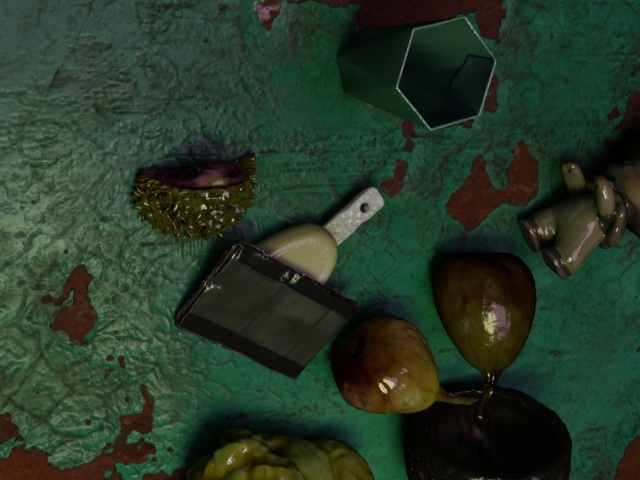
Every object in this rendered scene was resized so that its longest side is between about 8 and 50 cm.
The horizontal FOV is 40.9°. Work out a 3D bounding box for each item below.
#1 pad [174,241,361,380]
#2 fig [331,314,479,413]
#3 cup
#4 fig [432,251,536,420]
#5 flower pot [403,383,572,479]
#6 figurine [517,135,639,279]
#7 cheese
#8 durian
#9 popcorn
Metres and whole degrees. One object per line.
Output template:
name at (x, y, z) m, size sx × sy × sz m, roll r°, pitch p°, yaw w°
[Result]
pad at (-0.078, 0.110, 1.264) m, size 0.233 × 0.022 × 0.174 m, roll 31°, pitch 110°, yaw -29°
fig at (0.146, 0.216, 1.348) m, size 0.257 × 0.159 × 0.159 m, roll 23°, pitch 92°, yaw -24°
cup at (0.115, -0.239, 1.180) m, size 0.134 × 0.235 × 0.148 m, roll 16°, pitch 98°, yaw -27°
fig at (0.262, 0.146, 1.358) m, size 0.170 × 0.145 × 0.274 m, roll 10°, pitch 74°, yaw -31°
flower pot at (0.261, 0.413, 1.409) m, size 0.266 × 0.266 × 0.267 m, roll -8°, pitch 117°, yaw -23°
figurine at (0.530, -0.064, 1.438) m, size 0.380 × 0.248 × 0.203 m, roll -24°, pitch 117°, yaw -4°
cheese at (0.000, 0.000, 1.288) m, size 0.235 × 0.050 × 0.127 m, roll -42°, pitch 116°, yaw -10°
durian at (-0.157, -0.048, 1.170) m, size 0.186 × 0.108 × 0.119 m, roll -10°, pitch 106°, yaw -23°
popcorn at (-0.072, 0.401, 1.292) m, size 0.286 × 0.174 × 0.225 m, roll 13°, pitch 112°, yaw -37°
